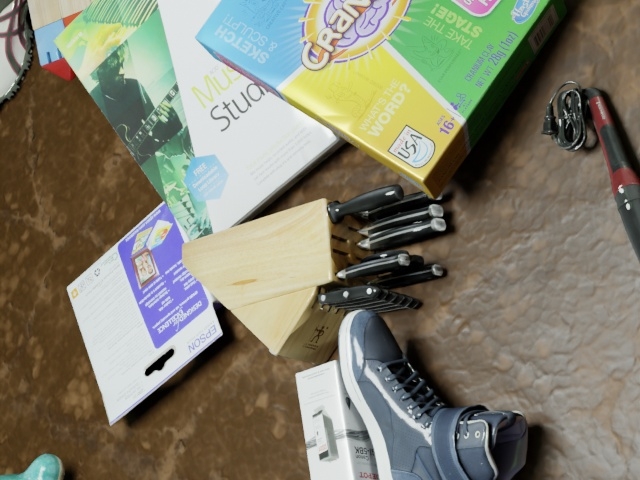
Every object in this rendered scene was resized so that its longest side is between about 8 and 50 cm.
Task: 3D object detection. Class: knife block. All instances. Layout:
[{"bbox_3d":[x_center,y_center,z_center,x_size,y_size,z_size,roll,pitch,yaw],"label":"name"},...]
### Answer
[{"bbox_3d":[0.000,0.000,1.542,0.276,0.088,0.242,40,103,39],"label":"knife block"}]

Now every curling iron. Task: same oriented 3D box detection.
[{"bbox_3d":[0.286,-0.039,1.355,0.068,0.035,0.274,-40,56,29],"label":"curling iron"}]

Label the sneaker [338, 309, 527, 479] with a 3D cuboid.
[{"bbox_3d":[0.114,0.158,1.389,0.163,0.086,0.226,-26,79,42],"label":"sneaker"}]

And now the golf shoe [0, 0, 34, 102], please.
[{"bbox_3d":[-0.458,-0.312,1.976,0.105,0.120,0.272,28,98,38],"label":"golf shoe"}]

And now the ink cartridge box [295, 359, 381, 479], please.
[{"bbox_3d":[0.033,0.200,1.455,0.056,0.099,0.135,-23,66,32],"label":"ink cartridge box"}]

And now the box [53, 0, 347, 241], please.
[{"bbox_3d":[-0.141,-0.180,1.642,0.232,0.058,0.322,-39,81,25],"label":"box"}]

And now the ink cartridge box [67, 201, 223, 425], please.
[{"bbox_3d":[-0.207,0.088,1.713,0.206,0.045,0.208,-39,56,25],"label":"ink cartridge box"}]

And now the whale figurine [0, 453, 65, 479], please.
[{"bbox_3d":[-0.343,0.362,1.690,0.272,0.141,0.216,-12,71,36],"label":"whale figurine"}]

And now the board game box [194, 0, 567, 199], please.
[{"bbox_3d":[0.059,-0.226,1.484,0.316,0.064,0.242,33,87,23],"label":"board game box"}]

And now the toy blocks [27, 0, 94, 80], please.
[{"bbox_3d":[-0.222,-0.312,1.764,0.381,0.191,0.260,-15,82,26],"label":"toy blocks"}]
